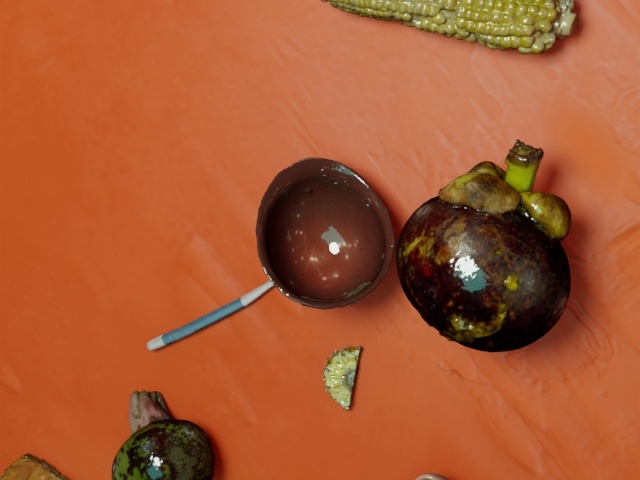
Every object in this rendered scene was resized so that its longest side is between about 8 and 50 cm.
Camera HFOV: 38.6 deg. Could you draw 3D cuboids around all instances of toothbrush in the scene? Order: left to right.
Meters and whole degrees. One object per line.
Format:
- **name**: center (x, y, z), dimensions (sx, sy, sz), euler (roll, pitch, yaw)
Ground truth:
- **toothbrush**: center (-0.113, 0.088, 1.168), dimensions (0.275, 0.019, 0.025), euler (-27, 95, 22)

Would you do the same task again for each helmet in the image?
- **helmet**: center (0.000, 0.000, 1.061), dimensions (0.155, 0.106, 0.175), euler (-21, 80, -7)

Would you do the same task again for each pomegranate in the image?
- **pomegranate**: center (-0.201, 0.276, 1.190), dimensions (0.125, 0.163, 0.138), euler (27, 130, -25)

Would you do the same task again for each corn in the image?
- **corn**: center (0.132, -0.260, 0.987), dimensions (0.288, 0.086, 0.087), euler (16, 103, 20)

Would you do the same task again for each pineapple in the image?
- **pineapple**: center (0.024, 0.165, 1.127), dimensions (0.045, 0.019, 0.083), euler (10, 101, 13)

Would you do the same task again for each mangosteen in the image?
- **mangosteen**: center (0.182, 0.004, 0.950), dimensions (0.192, 0.192, 0.217), euler (32, 104, 14)

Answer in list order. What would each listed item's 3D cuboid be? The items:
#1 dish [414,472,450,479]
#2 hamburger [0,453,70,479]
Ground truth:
- **dish**: center (0.169, 0.376, 1.071), dimensions (0.212, 0.077, 0.151), euler (41, 111, 11)
- **hamburger**: center (-0.359, 0.416, 1.253), dimensions (0.262, 0.131, 0.124), euler (26, 106, 21)
